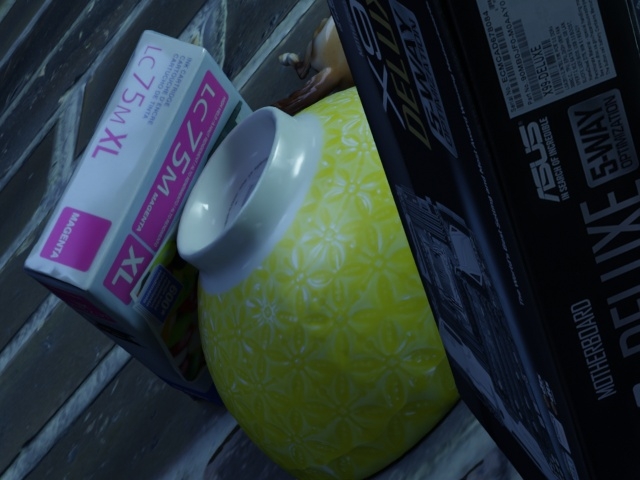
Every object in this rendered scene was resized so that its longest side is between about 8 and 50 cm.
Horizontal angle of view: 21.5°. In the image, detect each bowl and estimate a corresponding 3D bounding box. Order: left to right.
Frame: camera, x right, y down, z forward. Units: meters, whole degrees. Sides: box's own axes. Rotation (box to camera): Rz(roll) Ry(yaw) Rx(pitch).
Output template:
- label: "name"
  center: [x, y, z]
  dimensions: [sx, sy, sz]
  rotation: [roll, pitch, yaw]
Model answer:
- label: "bowl"
  center: [0.000, 0.000, 1.112]
  dimensions: [0.289, 0.156, 0.289]
  rotation: [-45, 26, 30]

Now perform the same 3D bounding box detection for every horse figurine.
- label: "horse figurine"
  center: [0.025, -0.192, 1.427]
  dimensions: [0.263, 0.066, 0.174]
  rotation: [-62, 16, -15]

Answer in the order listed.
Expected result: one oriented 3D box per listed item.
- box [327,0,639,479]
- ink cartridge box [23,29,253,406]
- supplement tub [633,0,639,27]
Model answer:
- label: "box"
  center: [0.090, -0.020, 0.774]
  dimensions: [0.076, 0.307, 0.242]
  rotation: [-22, 24, -6]
- label: "ink cartridge box"
  center: [-0.089, 0.003, 1.232]
  dimensions: [0.065, 0.311, 0.186]
  rotation: [19, 75, 22]
- label: "supplement tub"
  center: [0.227, -0.065, 0.671]
  dimensions: [0.191, 0.191, 0.272]
  rotation: [-54, 22, 11]
